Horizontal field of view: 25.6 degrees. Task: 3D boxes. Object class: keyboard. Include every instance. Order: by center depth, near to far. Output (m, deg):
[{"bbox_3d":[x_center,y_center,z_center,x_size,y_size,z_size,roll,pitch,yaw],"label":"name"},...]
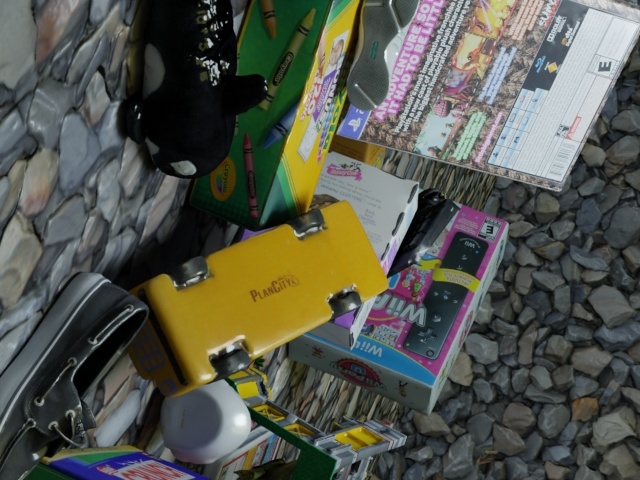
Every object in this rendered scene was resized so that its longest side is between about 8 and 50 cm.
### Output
[{"bbox_3d":[0.054,0.018,1.756,0.317,0.033,0.201,-29,-166,44],"label":"keyboard"}]

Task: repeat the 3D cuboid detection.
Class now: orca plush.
[{"bbox_3d":[-0.079,-0.157,1.163,0.151,0.102,0.287,-49,156,-56],"label":"orca plush"}]

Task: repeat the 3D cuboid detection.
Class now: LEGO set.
[{"bbox_3d":[-0.043,0.309,1.709,0.192,0.255,0.331,-5,109,-57],"label":"LEGO set"}]

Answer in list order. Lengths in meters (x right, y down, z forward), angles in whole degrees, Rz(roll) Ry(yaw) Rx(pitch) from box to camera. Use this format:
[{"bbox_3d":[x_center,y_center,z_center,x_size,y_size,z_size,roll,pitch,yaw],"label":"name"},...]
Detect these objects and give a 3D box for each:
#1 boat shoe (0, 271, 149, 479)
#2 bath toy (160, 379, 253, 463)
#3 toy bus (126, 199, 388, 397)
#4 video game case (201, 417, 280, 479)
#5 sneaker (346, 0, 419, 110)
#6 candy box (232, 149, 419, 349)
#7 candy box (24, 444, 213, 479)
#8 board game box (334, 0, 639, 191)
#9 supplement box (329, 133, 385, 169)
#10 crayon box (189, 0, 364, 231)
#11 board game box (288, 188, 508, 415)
[{"bbox_3d":[-0.211,0.129,1.136,0.080,0.076,0.228,92,22,-54],"label":"boat shoe"},{"bbox_3d":[-0.154,0.314,1.520,0.129,0.151,0.348,22,82,-67],"label":"bath toy"},{"bbox_3d":[-0.067,0.055,1.353,0.130,0.108,0.332,-25,179,39],"label":"toy bus"},{"bbox_3d":[-0.130,0.365,1.944,0.285,0.025,0.204,-10,120,-74],"label":"video game case"},{"bbox_3d":[0.060,-0.210,1.420,0.061,0.053,0.152,-79,-172,-70],"label":"sneaker"},{"bbox_3d":[0.000,0.000,1.589,0.070,0.164,0.196,84,30,-65],"label":"candy box"},{"bbox_3d":[-0.104,0.300,1.300,0.268,0.317,0.122,28,82,-78],"label":"candy box"},{"bbox_3d":[0.171,-0.214,1.563,0.141,0.291,0.232,-113,-139,-56],"label":"board game box"},{"bbox_3d":[0.038,-0.116,1.759,0.078,0.080,0.233,-54,163,-40],"label":"supplement box"},{"bbox_3d":[-0.030,-0.157,1.407,0.165,0.081,0.278,-20,129,-73],"label":"crayon box"},{"bbox_3d":[0.116,0.072,2.039,0.097,0.224,0.303,91,23,-58],"label":"board game box"}]
